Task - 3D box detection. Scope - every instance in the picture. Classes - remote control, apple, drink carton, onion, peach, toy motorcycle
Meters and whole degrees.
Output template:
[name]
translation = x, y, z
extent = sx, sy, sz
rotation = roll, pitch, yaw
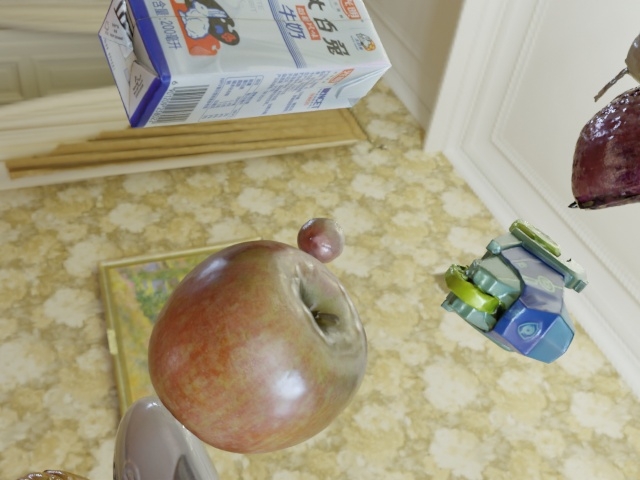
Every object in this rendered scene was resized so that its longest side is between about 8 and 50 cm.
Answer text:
[remote control]
translation = -0.149, 0.320, 0.729
extent = 0.332, 0.103, 0.221
rotation = 49, -41, 38
[apple]
translation = -0.058, 0.098, 0.610
extent = 0.174, 0.188, 0.188
rotation = -40, -127, 25
[drink carton]
translation = -0.076, -0.221, 0.776
extent = 0.106, 0.315, 0.130
rotation = -35, -108, 53
[onion]
translation = 0.492, -0.141, 0.864
extent = 0.349, 0.267, 0.159
rotation = -6, -81, 67
[peach]
translation = 0.000, 0.001, 1.124
extent = 0.083, 0.083, 0.083
rotation = 171, -90, -71
[toy motorcycle]
translation = 0.311, 0.097, 1.063
extent = 0.200, 0.326, 0.191
rotation = 41, -70, 18

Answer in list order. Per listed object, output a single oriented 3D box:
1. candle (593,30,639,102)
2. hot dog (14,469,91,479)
[candle]
translation = 0.587, -0.297, 1.057
extent = 0.330, 0.187, 0.187
rotation = -7, -87, 38
[hot dog]
translation = -0.471, 0.592, 1.156
extent = 0.365, 0.196, 0.367
rotation = 61, 33, -55
